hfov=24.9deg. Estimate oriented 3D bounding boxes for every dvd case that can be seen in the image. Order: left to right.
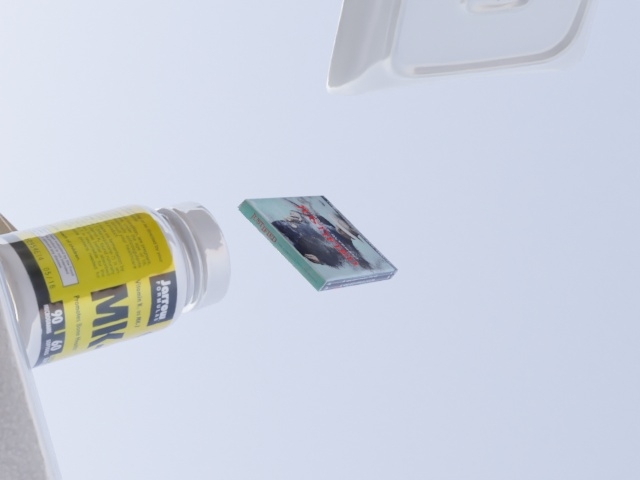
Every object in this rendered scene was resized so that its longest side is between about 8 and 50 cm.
[{"bbox_3d":[0.000,0.000,1.050,0.087,0.119,0.013,45,-70,19],"label":"dvd case"}]

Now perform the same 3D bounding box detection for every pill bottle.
[{"bbox_3d":[-0.192,0.034,1.273,0.119,0.209,0.119,28,-55,48],"label":"pill bottle"}]

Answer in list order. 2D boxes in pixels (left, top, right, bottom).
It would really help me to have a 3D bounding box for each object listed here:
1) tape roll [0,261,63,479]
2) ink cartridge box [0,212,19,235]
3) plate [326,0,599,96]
[{"bbox_3d":[-0.178,0.046,0.685,0.072,0.392,0.392,-16,-120,-11],"label":"tape roll"},{"bbox_3d":[-0.434,0.005,1.389,0.193,0.234,0.088,45,-48,0],"label":"ink cartridge box"},{"bbox_3d":[0.156,-0.244,1.287,0.278,0.277,0.045,-9,-136,-23],"label":"plate"}]
